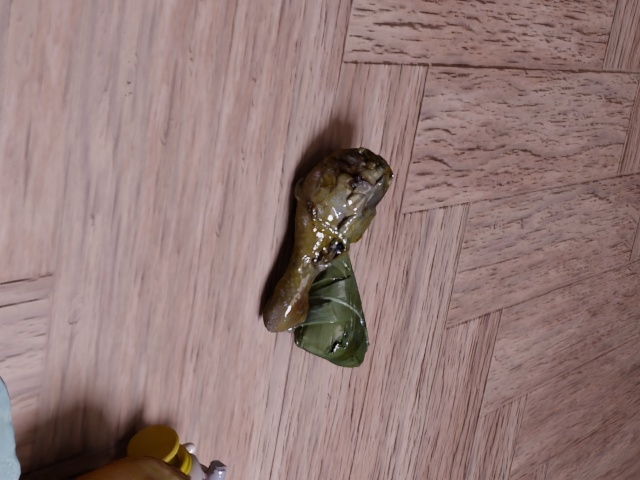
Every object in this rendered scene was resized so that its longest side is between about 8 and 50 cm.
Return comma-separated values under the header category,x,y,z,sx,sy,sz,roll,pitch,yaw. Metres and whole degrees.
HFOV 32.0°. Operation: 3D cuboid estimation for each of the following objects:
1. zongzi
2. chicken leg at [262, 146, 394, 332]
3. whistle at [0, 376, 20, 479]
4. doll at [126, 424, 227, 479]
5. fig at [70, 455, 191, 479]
category,x,y,z,sx,sy,sz,roll,pitch,yaw
zongzi,0.030,0.064,1.154,0.154,0.062,0.130,36,62,-64
chicken leg,-0.003,-0.001,1.061,0.198,0.069,0.085,-62,156,1
whistle,-0.284,0.205,0.538,0.405,0.188,0.168,-88,168,-57
doll,-0.119,0.216,0.972,0.084,0.073,0.127,-18,128,-5
fig,-0.119,0.279,0.833,0.159,0.257,0.159,-35,151,-23
